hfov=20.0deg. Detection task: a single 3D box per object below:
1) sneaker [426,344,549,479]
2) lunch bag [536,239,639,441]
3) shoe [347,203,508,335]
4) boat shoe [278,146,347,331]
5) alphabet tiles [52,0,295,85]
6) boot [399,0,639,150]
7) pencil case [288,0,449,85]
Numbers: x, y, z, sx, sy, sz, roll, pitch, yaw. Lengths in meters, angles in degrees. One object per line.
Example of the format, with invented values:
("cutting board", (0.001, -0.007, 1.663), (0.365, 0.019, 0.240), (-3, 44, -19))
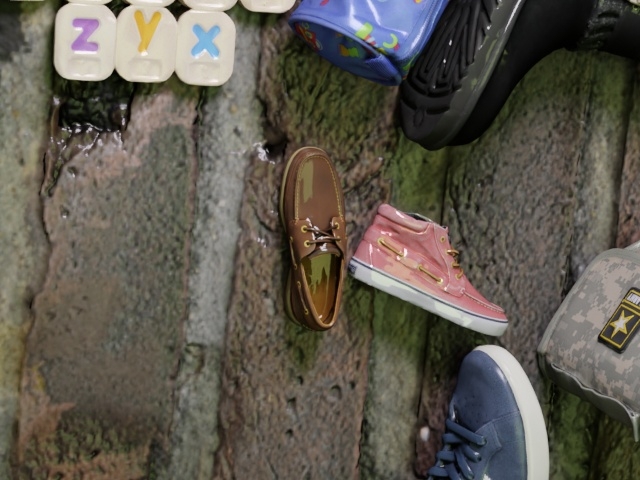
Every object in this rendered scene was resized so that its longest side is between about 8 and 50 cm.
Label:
("sneaker", (0.125, 0.277, 1.777), (0.148, 0.131, 0.350), (-1, 99, -25))
("lunch bag", (0.378, 0.090, 1.786), (0.287, 0.235, 0.169), (-24, 112, -16))
("shoe", (0.119, 0.028, 1.771), (0.178, 0.063, 0.081), (23, 95, -18))
("boat shoe", (0.000, 0.000, 1.724), (0.064, 0.060, 0.178), (-4, 100, -20))
("alphabet tiles", (-0.154, -0.281, 1.643), (0.284, 0.021, 0.278), (0, 99, -20))
("boot", (0.256, -0.194, 1.751), (0.260, 0.131, 0.348), (31, 87, -22))
("pencil case", (0.098, -0.291, 1.678), (0.119, 0.133, 0.306), (35, 86, -49))
